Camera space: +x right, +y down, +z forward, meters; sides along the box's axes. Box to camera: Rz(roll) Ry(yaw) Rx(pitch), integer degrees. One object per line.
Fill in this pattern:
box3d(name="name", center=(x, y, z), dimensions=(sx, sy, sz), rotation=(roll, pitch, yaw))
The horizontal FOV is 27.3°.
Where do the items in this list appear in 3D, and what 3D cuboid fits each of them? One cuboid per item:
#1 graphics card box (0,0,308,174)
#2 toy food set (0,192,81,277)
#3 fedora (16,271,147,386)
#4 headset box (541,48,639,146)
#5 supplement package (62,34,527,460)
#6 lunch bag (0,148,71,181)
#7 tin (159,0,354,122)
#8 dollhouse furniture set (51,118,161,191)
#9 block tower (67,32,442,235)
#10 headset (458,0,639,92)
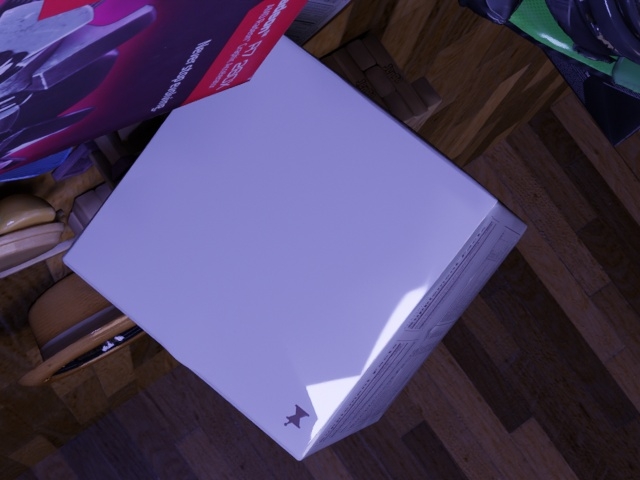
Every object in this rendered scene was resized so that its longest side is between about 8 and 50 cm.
box3d(name="graphics card box", center=(-0.153, -0.069, 0.359), dimensions=(0.370, 0.094, 0.233), rotation=(-23, 173, -27))
box3d(name="toy food set", center=(-0.235, 0.001, 0.918), dimensions=(0.132, 0.039, 0.192), rotation=(-22, 178, 21))
box3d(name="fedora", center=(-0.225, 0.072, 1.302), dimensions=(0.194, 0.079, 0.194), rotation=(-29, 175, -3))
box3d(name="headset box", center=(0.331, -0.259, 1.207), dimensions=(0.293, 0.218, 0.110), rotation=(-34, 175, -18))
box3d(name="supplement package", center=(0.000, 0.000, 0.909), dimensions=(0.198, 0.199, 0.262), rotation=(-53, 169, 6))
box3d(name="lunch bag", center=(-0.156, -0.077, 0.652), dimensions=(0.067, 0.065, 0.098), rotation=(-12, 161, -36))
box3d(name="tin", center=(-0.042, -0.144, 0.903), dimensions=(0.189, 0.040, 0.106), rotation=(-38, 169, 19))
box3d(name="dollhouse furniture set", center=(-0.115, -0.051, 0.969), dimensions=(0.091, 0.081, 0.114), rotation=(-40, 173, 31))
box3d(name="block tower", center=(-0.056, -0.065, 1.150), dimensions=(0.335, 0.097, 0.091), rotation=(-31, 172, -26))
box3d(name="headset", center=(0.143, -0.171, 0.841), dimensions=(0.394, 0.243, 0.185), rotation=(35, 83, -53))
